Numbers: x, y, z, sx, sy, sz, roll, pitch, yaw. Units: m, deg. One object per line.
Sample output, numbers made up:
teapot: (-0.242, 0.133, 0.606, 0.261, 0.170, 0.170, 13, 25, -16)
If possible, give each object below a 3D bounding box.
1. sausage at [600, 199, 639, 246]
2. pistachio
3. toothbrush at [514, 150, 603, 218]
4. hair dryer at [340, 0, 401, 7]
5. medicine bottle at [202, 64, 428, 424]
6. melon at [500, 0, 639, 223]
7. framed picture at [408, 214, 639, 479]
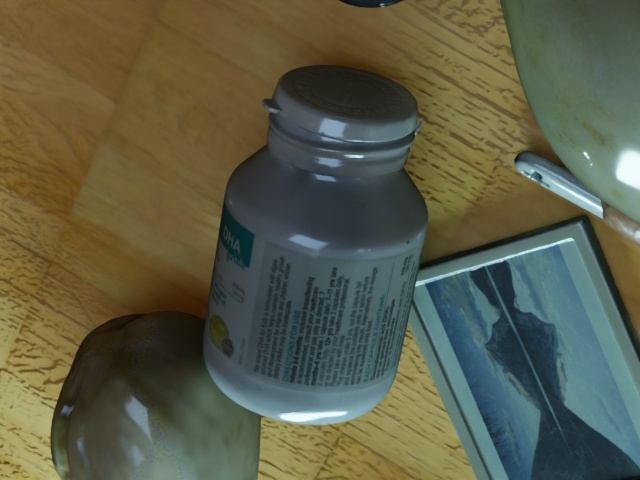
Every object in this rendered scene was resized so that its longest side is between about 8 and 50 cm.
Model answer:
sausage: (0.368, 0.034, 1.190, 0.419, 0.094, 0.094, 26, 109, 9)
pistachio: (-0.116, 0.155, 1.397, 0.153, 0.138, 0.238, -4, 117, -16)
toothbrush: (0.290, 0.049, 1.256, 0.386, 0.040, 0.040, 30, 119, 5)
hair dryer: (0.100, -0.241, 1.133, 0.271, 0.235, 0.091, -40, 92, 3)
medicine bottle: (0.000, 0.000, 1.284, 0.135, 0.135, 0.215, 16, 117, 13)
melon: (0.205, -0.144, 1.042, 0.223, 0.223, 0.317, -1, 130, 20)
framed picture: (0.151, 0.093, 1.339, 0.150, 0.015, 0.203, -17, 106, 26)
